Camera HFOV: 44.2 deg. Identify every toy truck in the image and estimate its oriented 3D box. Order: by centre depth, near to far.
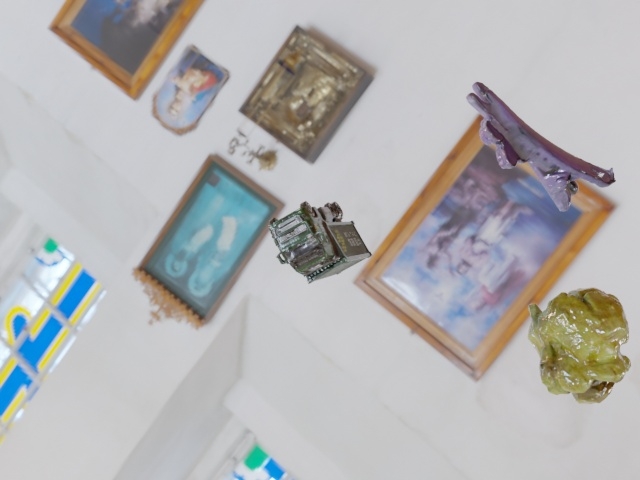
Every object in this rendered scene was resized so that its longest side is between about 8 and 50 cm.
[{"bbox_3d":[0.000,0.000,1.367,0.121,0.088,0.259,62,-164,7],"label":"toy truck"}]

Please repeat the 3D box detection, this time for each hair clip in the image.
[{"bbox_3d":[0.345,-0.147,1.303,0.278,0.090,0.137,34,-137,0],"label":"hair clip"}]

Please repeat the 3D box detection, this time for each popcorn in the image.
[{"bbox_3d":[0.627,0.243,1.891,0.226,0.276,0.276,-7,180,4],"label":"popcorn"}]
